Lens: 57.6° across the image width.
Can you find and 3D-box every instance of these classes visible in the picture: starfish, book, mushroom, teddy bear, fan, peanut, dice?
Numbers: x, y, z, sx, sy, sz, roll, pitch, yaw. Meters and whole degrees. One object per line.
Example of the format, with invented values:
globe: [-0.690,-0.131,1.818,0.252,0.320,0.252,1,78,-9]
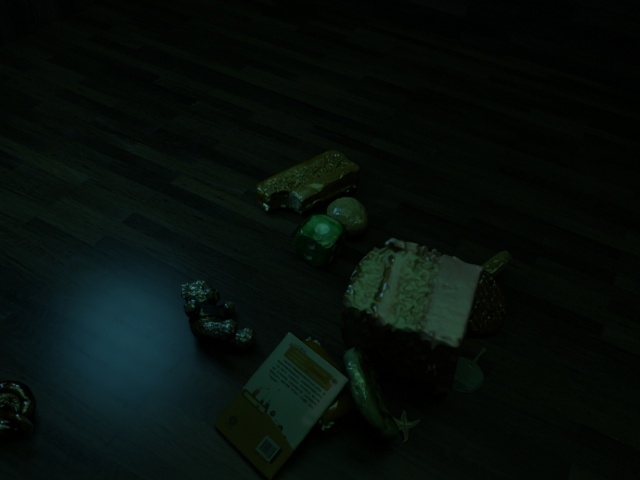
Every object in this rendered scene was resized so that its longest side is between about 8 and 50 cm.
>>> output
starfish: [0.214,0.470,1.476,0.086,0.016,0.092,1,40,-3]
book: [-0.097,0.396,1.420,0.208,0.020,0.295,34,77,30]
mushroom: [-0.744,0.412,1.392,0.171,0.080,0.135,30,62,22]
teddy bear: [-0.304,0.214,1.609,0.129,0.182,0.251,-45,57,4]
fan: [0.414,0.354,1.620,0.113,0.005,0.175,33,52,26]
peanut: [0.094,-0.080,1.950,0.141,0.109,0.159,-27,52,-28]
dice: [0.000,0.000,1.853,0.131,0.120,0.128,28,47,18]

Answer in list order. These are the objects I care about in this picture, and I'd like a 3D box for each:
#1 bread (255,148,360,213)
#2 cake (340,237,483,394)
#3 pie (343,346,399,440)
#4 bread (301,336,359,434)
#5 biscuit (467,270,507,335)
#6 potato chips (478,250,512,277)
bread: [-0.038,-0.189,2.051,0.380,0.109,0.185,-28,58,-28]
cake: [0.238,0.184,1.519,0.307,0.314,0.293,18,61,17]
pie: [0.123,0.374,1.430,0.054,0.240,0.240,-27,47,8]
bread: [-0.010,0.369,1.492,0.136,0.107,0.241,-25,53,-24]
biscuit: [0.461,0.180,1.728,0.212,0.036,0.212,6,70,-15]
potato chips: [0.436,0.133,1.797,0.407,0.080,0.057,-20,34,-22]
